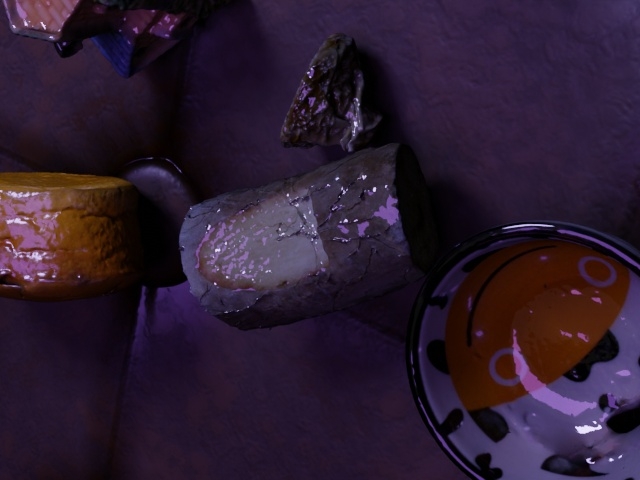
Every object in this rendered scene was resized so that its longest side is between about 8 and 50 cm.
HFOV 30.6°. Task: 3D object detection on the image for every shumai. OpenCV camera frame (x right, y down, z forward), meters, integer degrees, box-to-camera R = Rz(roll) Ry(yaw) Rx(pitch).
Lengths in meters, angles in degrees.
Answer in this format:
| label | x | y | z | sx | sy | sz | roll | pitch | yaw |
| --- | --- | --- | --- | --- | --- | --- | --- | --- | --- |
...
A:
| label | x | y | z | sx | sy | sz | roll | pitch | yaw |
| --- | --- | --- | --- | --- | --- | --- | --- | --- | --- |
| shumai | 0.020 | -0.131 | 1.134 | 0.087 | 0.099 | 0.123 | 26 | 119 | 3 |

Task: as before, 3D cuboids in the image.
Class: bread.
| label | x | y | z | sx | sy | sz | roll | pitch | yaw |
| --- | --- | --- | --- | --- | --- | --- | --- | --- | --- |
| bread | -0.319 | -0.007 | 1.301 | 0.270 | 0.195 | 0.142 | 5 | 97 | 26 |

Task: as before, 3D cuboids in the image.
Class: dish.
| label | x | y | z | sx | sy | sz | roll | pitch | yaw |
| --- | --- | --- | --- | --- | --- | --- | --- | --- | --- |
| dish | 0.227 | 0.106 | 1.057 | 0.303 | 0.120 | 0.303 | 9 | 108 | 28 |

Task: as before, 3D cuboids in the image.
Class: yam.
| label | x | y | z | sx | sy | sz | roll | pitch | yaw |
| --- | --- | --- | --- | --- | --- | --- | --- | --- | --- |
| yam | 0.000 | 0.000 | 1.145 | 0.254 | 0.154 | 0.154 | -18 | 95 | 30 |

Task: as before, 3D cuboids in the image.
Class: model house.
| label | x | y | z | sx | sy | sz | roll | pitch | yaw |
| --- | --- | --- | --- | --- | --- | --- | --- | --- | --- |
| model house | -0.219 | -0.250 | 1.177 | 0.172 | 0.183 | 0.166 | -41 | 81 | 30 |
